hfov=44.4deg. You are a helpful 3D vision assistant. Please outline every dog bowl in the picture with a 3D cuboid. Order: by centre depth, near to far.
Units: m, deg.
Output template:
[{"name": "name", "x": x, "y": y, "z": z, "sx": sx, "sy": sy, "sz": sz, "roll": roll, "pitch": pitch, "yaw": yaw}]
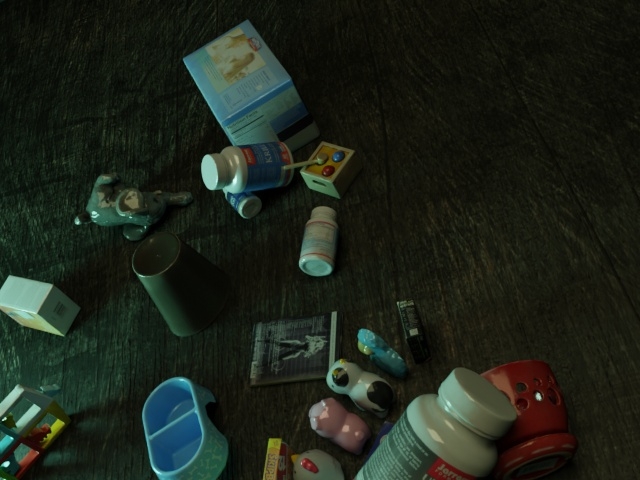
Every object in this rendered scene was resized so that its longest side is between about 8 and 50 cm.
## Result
[{"name": "dog bowl", "x": -0.304, "y": 0.418, "z": 1.716, "sx": 0.165, "sy": 0.074, "sz": 0.297, "roll": -32, "pitch": 38, "yaw": 2}]

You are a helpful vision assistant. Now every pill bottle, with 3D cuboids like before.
[{"name": "pill bottle", "x": 0.192, "y": 0.380, "z": 1.353, "sx": 0.319, "sy": 0.176, "sz": 0.176, "roll": -57, "pitch": 48, "yaw": 17}, {"name": "pill bottle", "x": 0.000, "y": 0.000, "z": 1.914, "sx": 0.087, "sy": 0.087, "sz": 0.160, "roll": -5, "pitch": 54, "yaw": 20}, {"name": "pill bottle", "x": -0.191, "y": -0.189, "z": 2.046, "sx": 0.221, "sy": 0.124, "sz": 0.124, "roll": -11, "pitch": 40, "yaw": -34}, {"name": "pill bottle", "x": -0.214, "y": -0.117, "z": 2.107, "sx": 0.067, "sy": 0.067, "sz": 0.120, "roll": -39, "pitch": 50, "yaw": -7}]

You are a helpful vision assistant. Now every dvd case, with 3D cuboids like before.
[{"name": "dvd case", "x": -0.057, "y": 0.249, "z": 1.803, "sx": 0.221, "sy": 0.018, "sz": 0.165, "roll": -10, "pitch": 52, "yaw": 18}]

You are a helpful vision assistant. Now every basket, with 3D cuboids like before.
[{"name": "basket", "x": -0.346, "y": 0.095, "z": 1.907, "sx": 0.154, "sy": 0.227, "sz": 0.204, "roll": 17, "pitch": 65, "yaw": 33}]

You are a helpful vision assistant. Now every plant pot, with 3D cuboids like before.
[{"name": "plant pot", "x": 0.366, "y": 0.336, "z": 1.440, "sx": 0.191, "sy": 0.191, "sz": 0.174, "roll": -23, "pitch": 53, "yaw": 7}]

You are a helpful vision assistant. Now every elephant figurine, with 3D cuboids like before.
[{"name": "elephant figurine", "x": -0.514, "y": -0.089, "z": 2.176, "sx": 0.239, "sy": 0.169, "sz": 0.186, "roll": 23, "pitch": 96, "yaw": 18}]

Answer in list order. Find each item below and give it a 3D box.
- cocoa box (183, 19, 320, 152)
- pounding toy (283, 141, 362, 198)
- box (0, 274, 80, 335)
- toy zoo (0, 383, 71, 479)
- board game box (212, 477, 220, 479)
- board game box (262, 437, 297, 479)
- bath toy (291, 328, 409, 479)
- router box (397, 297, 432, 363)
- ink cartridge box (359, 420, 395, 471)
[{"name": "cocoa box", "x": -0.197, "y": -0.407, "z": 2.205, "sx": 0.231, "sy": 0.228, "sz": 0.347, "roll": -32, "pitch": 50, "yaw": 0}, {"name": "pounding toy", "x": 0.007, "y": -0.190, "z": 2.040, "sx": 0.141, "sy": 0.100, "sz": 0.130, "roll": 21, "pitch": 66, "yaw": 34}, {"name": "box", "x": -0.757, "y": 0.174, "z": 2.094, "sx": 0.170, "sy": 0.130, "sz": 0.091, "roll": 7, "pitch": 60, "yaw": 29}, {"name": "toy zoo", "x": -0.711, "y": 0.458, "z": 1.827, "sx": 0.030, "sy": 0.192, "sz": 0.293, "roll": 29, "pitch": 71, "yaw": 36}, {"name": "board game box", "x": -0.230, "y": 0.620, "z": 1.582, "sx": 0.194, "sy": 0.060, "sz": 0.194, "roll": -39, "pitch": 50, "yaw": -6}, {"name": "board game box", "x": -0.085, "y": 0.534, "z": 1.537, "sx": 0.039, "sy": 0.124, "sz": 0.260, "roll": -4, "pitch": 55, "yaw": 21}, {"name": "bath toy", "x": 0.043, "y": 0.358, "z": 1.608, "sx": 0.151, "sy": 0.129, "sz": 0.348, "roll": 17, "pitch": 65, "yaw": 32}, {"name": "router box", "x": 0.200, "y": 0.193, "z": 1.662, "sx": 0.038, "sy": 0.122, "sz": 0.092, "roll": -17, "pitch": 52, "yaw": 7}, {"name": "ink cartridge box", "x": 0.167, "y": 0.476, "z": 1.520, "sx": 0.223, "sy": 0.045, "sz": 0.223, "roll": 15, "pitch": 64, "yaw": 32}]
